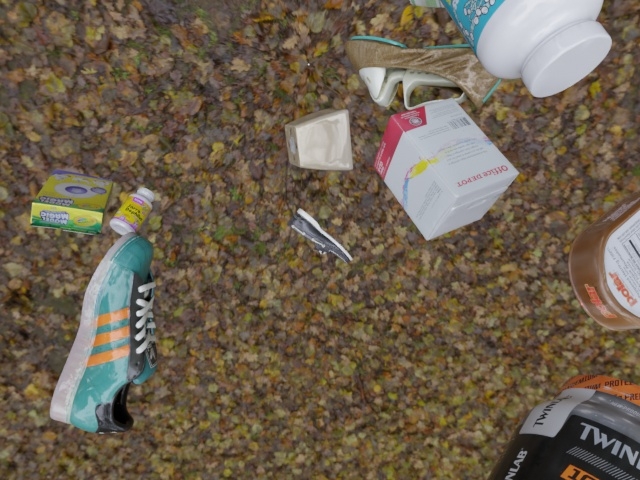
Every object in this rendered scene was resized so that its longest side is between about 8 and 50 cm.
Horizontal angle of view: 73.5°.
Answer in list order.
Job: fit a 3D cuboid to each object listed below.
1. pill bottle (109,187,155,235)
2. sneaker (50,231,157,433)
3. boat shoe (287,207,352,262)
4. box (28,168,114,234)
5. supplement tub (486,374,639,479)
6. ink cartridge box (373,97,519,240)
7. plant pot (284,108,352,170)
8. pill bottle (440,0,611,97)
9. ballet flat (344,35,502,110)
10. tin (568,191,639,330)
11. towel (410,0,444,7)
[{"bbox_3d":[-0.317,-0.050,0.729,0.043,0.083,0.043,15,149,10],"label":"pill bottle"},{"bbox_3d":[-0.293,0.143,0.651,0.121,0.108,0.302,18,91,-1],"label":"sneaker"},{"bbox_3d":[0.000,0.000,0.713,0.125,0.046,0.038,42,90,-16],"label":"boat shoe"},{"bbox_3d":[-0.429,-0.067,0.747,0.105,0.179,0.043,9,118,-24],"label":"box"},{"bbox_3d":[0.259,0.305,0.431,0.316,0.193,0.193,-43,112,-27],"label":"supplement tub"},{"bbox_3d":[0.195,-0.115,0.700,0.128,0.176,0.127,-20,154,-20],"label":"ink cartridge box"},{"bbox_3d":[-0.009,-0.185,0.802,0.096,0.109,0.109,-12,110,-16],"label":"plant pot"},{"bbox_3d":[0.241,-0.310,0.535,0.146,0.146,0.264,-25,69,9],"label":"pill bottle"},{"bbox_3d":[0.173,-0.316,0.828,0.342,0.116,0.124,22,99,31],"label":"ballet flat"},{"bbox_3d":[0.327,0.013,0.431,0.189,0.040,0.106,-31,84,-23],"label":"tin"},{"bbox_3d":[0.275,-0.595,1.014,0.152,0.113,0.023,20,89,28],"label":"towel"}]
